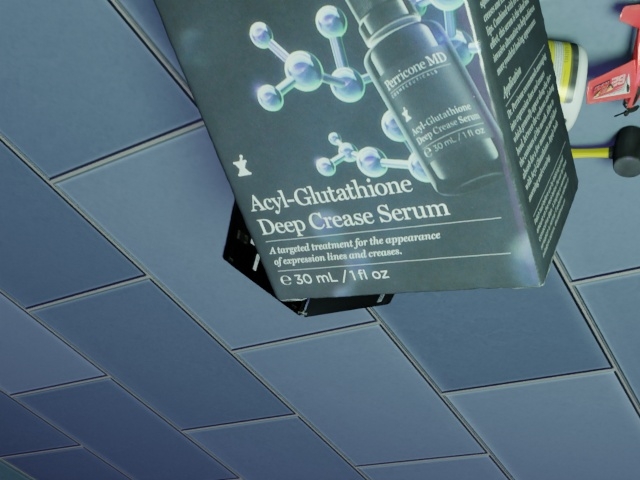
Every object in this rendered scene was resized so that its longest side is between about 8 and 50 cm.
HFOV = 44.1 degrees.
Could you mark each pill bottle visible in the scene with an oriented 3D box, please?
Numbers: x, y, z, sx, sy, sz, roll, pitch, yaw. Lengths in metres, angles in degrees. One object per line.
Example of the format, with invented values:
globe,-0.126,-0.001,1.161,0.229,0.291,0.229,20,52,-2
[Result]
pill bottle,0.201,-0.184,0.904,0.184,0.103,0.103,9,140,5

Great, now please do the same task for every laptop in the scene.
laptop,0.000,0.000,1.242,0.264,0.136,0.234,35,141,13

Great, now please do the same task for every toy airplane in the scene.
toy airplane,0.349,-0.202,0.867,0.151,0.028,0.151,-16,132,-19

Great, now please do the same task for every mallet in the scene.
mallet,0.312,-0.104,0.999,0.190,0.062,0.039,-5,136,20

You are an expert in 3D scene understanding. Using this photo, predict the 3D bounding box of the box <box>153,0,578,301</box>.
box,0.056,-0.161,0.779,0.294,0.212,0.395,-6,117,31
